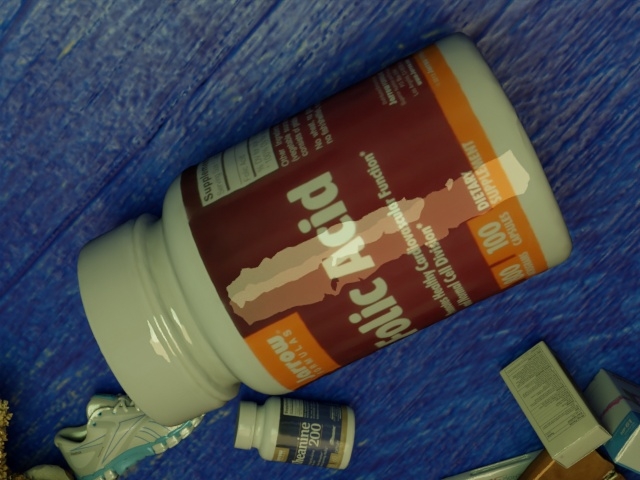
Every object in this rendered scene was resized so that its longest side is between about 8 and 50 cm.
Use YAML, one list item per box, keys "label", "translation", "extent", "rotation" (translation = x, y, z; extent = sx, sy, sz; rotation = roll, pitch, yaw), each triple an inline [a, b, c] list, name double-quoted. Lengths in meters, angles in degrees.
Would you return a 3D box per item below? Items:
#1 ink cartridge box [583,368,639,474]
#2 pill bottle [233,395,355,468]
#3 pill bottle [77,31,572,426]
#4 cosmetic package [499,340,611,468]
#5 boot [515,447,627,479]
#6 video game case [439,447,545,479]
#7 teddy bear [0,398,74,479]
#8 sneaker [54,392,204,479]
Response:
- label: "ink cartridge box"
  translation: [0.331, 0.194, 1.111]
  extent: [0.088, 0.122, 0.052]
  rotation: [25, 105, -13]
- label: "pill bottle"
  translation: [-0.028, 0.199, 1.123]
  extent: [0.120, 0.067, 0.067]
  rotation: [8, 112, -6]
- label: "pill bottle"
  translation: [0.000, 0.000, 0.957]
  extent: [0.392, 0.224, 0.224]
  rotation: [-27, 112, 8]
- label: "cosmetic package"
  translation: [0.238, 0.166, 1.096]
  extent: [0.060, 0.115, 0.041]
  rotation: [-38, 139, 13]
- label: "boot"
  translation: [0.177, 0.301, 1.142]
  extent: [0.264, 0.096, 0.280]
  rotation: [41, 105, -16]
- label: "video game case"
  translation: [0.222, 0.315, 1.211]
  extent: [0.143, 0.019, 0.157]
  rotation: [-18, 113, 5]
- label: "teddy bear"
  translation: [-0.381, 0.230, 1.086]
  extent: [0.337, 0.113, 0.245]
  rotation: [12, 118, 9]
- label: "sneaker"
  translation: [-0.195, 0.183, 1.109]
  extent: [0.190, 0.071, 0.083]
  rotation: [-33, 105, 10]
